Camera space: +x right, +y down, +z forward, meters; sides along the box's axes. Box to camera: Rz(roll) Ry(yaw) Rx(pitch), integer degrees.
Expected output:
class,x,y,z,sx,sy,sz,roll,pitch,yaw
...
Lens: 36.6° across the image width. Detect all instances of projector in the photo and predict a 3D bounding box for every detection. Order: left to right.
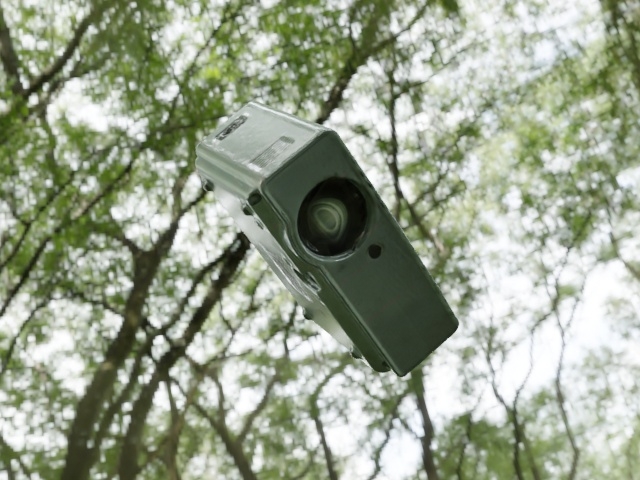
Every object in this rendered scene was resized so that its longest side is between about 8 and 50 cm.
class,x,y,z,sx,sy,sz,roll,pitch,yaw
projector,0.000,0.000,0.553,0.061,0.115,0.147,-41,-62,-11
